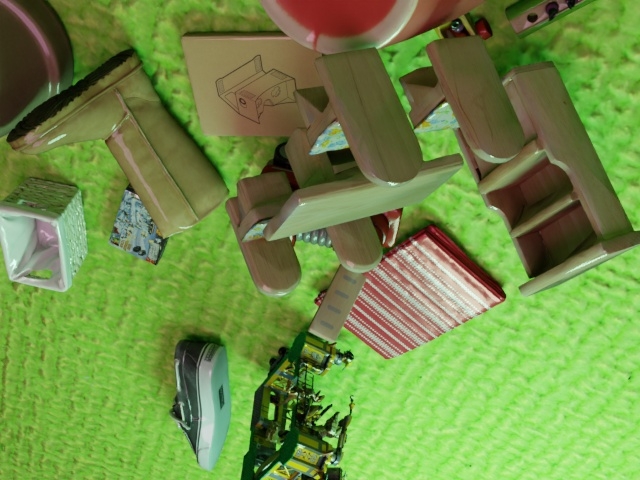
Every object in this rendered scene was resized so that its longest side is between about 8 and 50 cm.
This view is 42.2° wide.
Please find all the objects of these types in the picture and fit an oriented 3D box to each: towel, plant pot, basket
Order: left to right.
[{"bbox_3d":[-0.517,-0.226,1.171,0.263,0.229,0.263,8,131,9],"label":"plant pot"},{"bbox_3d":[-0.470,-0.012,1.416,0.113,0.103,0.167,12,130,5],"label":"basket"},{"bbox_3d":[0.060,-0.330,0.885,0.275,0.243,0.275,16,128,22],"label":"plant pot"},{"bbox_3d":[0.147,0.094,1.391,0.199,0.031,0.275,40,129,-21],"label":"towel"}]

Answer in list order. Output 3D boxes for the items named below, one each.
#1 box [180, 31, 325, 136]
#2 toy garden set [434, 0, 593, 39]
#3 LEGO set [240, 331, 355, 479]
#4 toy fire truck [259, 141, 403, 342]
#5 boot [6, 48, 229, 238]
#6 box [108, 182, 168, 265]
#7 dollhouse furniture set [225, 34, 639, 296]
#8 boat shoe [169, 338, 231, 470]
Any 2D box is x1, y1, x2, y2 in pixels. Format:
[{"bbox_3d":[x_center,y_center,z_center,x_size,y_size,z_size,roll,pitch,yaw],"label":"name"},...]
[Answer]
[{"bbox_3d":[-0.088,-0.222,1.197,0.201,0.021,0.164,2,129,12],"label":"box"},{"bbox_3d":[0.192,-0.340,1.007,0.204,0.049,0.244,-24,119,30],"label":"toy garden set"},{"bbox_3d":[-0.003,0.343,1.459,0.192,0.331,0.255,27,117,-18],"label":"LEGO set"},{"bbox_3d":[0.000,0.000,1.207,0.217,0.246,0.158,13,130,4],"label":"toy fire truck"},{"bbox_3d":[-0.287,-0.110,1.226,0.089,0.236,0.269,26,150,56],"label":"boot"},{"bbox_3d":[-0.300,-0.027,1.409,0.094,0.027,0.137,26,131,-5],"label":"box"},{"bbox_3d":[0.138,-0.039,0.989,0.394,0.256,0.362,-15,165,-27],"label":"dollhouse furniture set"},{"bbox_3d":[-0.244,0.324,1.631,0.105,0.113,0.306,12,128,13],"label":"boat shoe"}]
